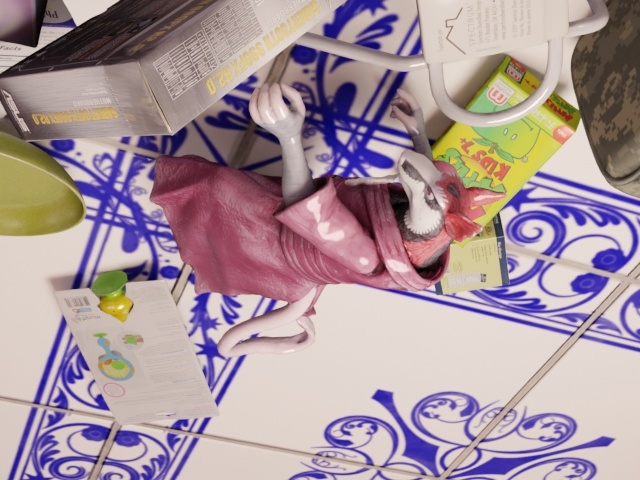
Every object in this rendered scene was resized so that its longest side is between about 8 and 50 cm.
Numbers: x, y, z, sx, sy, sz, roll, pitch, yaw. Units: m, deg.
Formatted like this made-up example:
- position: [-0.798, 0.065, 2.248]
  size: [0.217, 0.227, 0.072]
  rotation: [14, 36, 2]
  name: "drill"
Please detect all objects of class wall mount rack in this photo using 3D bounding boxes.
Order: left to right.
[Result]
- position: [0.072, -0.245, 0.791]
  size: [0.304, 0.130, 0.350]
  rotation: [-10, 137, 4]
  name: "wall mount rack"

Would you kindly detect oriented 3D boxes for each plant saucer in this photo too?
- position: [-0.346, -0.063, 0.976]
  size: [0.241, 0.037, 0.241]
  rotation: [4, 160, 1]
  name: "plant saucer"

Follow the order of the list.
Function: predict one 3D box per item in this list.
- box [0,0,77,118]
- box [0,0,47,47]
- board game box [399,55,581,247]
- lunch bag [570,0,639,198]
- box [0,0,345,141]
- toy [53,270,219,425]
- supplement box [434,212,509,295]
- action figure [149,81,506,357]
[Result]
- position: [-0.301, -0.167, 0.848]
  size: [0.137, 0.072, 0.126]
  rotation: [-38, 167, 32]
  name: "box"
- position: [-0.305, -0.270, 0.611]
  size: [0.294, 0.183, 0.296]
  rotation: [9, 169, -13]
  name: "box"
- position: [0.162, -0.084, 0.996]
  size: [0.092, 0.043, 0.181]
  rotation: [37, 129, -3]
  name: "board game box"
- position: [0.396, -0.151, 0.833]
  size: [0.256, 0.213, 0.305]
  rotation: [18, 134, -19]
  name: "lunch bag"
- position: [-0.103, -0.156, 0.752]
  size: [0.183, 0.231, 0.056]
  rotation: [3, 128, 42]
  name: "box"
- position: [-0.216, 0.127, 1.224]
  size: [0.136, 0.056, 0.237]
  rotation: [-7, 132, 10]
  name: "toy"
- position: [0.161, 0.009, 1.110]
  size: [0.083, 0.056, 0.083]
  rotation: [-9, 137, 8]
  name: "supplement box"
- position: [0.000, 0.000, 0.900]
  size: [0.248, 0.276, 0.370]
  rotation: [-5, -174, -41]
  name: "action figure"
